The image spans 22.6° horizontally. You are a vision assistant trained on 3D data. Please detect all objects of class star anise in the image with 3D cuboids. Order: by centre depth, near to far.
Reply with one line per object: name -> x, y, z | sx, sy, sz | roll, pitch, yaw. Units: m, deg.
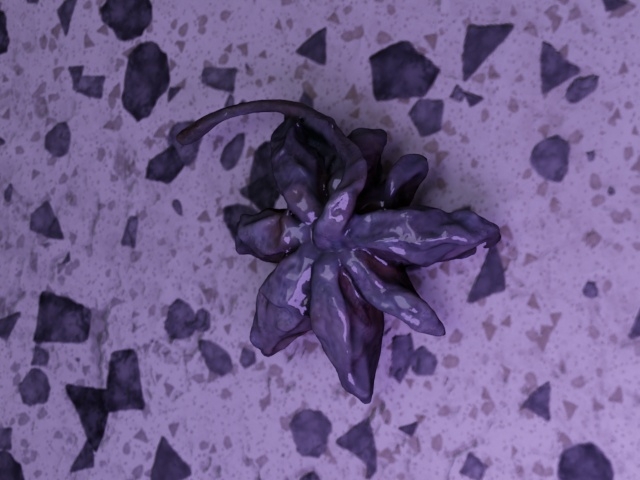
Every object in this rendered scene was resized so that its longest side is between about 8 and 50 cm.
star anise -> 0.000, 0.000, 1.561 | 0.359, 0.139, 0.316 | -8, 76, 32
